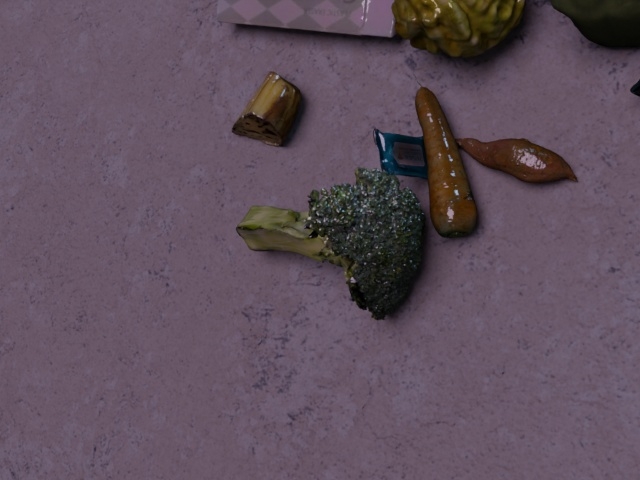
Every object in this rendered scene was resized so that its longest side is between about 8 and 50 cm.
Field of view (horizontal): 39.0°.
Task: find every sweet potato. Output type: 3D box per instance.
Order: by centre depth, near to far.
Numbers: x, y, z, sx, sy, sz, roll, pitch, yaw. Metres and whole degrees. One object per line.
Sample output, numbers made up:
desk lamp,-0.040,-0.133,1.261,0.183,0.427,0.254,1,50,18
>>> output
sweet potato,0.302,-0.137,1.453,0.226,0.068,0.068,21,88,31

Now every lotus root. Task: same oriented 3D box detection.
lotus root,-0.090,-0.242,1.684,0.135,0.095,0.159,-59,19,-3

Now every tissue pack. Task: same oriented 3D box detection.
tissue pack,0.140,-0.141,1.505,0.028,0.138,0.085,-28,67,47

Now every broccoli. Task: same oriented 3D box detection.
broccoli,0.018,0.004,1.528,0.361,0.252,0.221,-4,68,63

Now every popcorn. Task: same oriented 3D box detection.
popcorn,0.213,-0.409,1.477,0.259,0.259,0.212,19,64,31

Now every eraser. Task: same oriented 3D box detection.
eraser,-0.010,-0.496,1.684,0.396,0.082,0.213,13,102,30

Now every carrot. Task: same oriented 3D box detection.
carrot,0.198,-0.147,1.500,0.078,0.078,0.298,-19,71,23

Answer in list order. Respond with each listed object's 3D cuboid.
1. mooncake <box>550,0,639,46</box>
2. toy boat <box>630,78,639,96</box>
mooncake,0.473,-0.480,1.380,0.351,0.187,0.351,-9,71,27
toy boat,0.577,-0.232,1.312,0.246,0.093,0.103,-2,69,27
